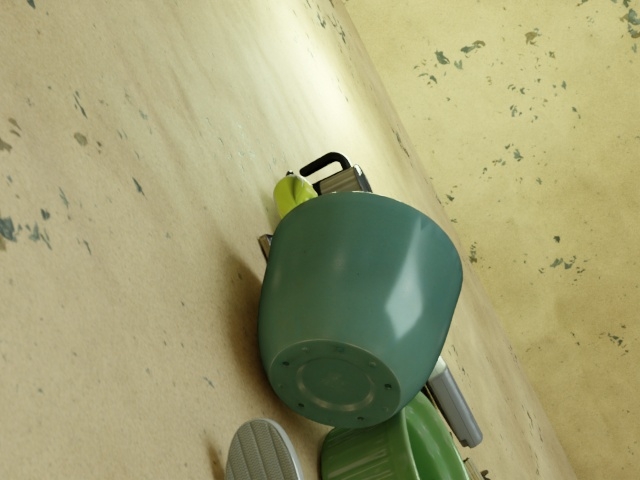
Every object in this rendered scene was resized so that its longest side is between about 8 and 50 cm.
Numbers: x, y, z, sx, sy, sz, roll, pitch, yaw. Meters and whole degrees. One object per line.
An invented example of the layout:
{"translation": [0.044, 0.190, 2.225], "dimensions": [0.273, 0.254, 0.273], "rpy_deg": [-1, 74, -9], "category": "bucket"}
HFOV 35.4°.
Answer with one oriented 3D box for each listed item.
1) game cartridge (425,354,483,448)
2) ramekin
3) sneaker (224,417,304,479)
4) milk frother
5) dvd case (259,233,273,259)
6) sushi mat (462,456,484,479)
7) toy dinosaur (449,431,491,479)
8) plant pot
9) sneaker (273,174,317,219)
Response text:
{"translation": [0.252, 0.302, 2.098], "dimensions": [0.196, 0.060, 0.294], "rpy_deg": [59, 0, -9], "category": "game cartridge"}
{"translation": [0.123, 0.384, 1.488], "dimensions": [0.303, 0.148, 0.303], "rpy_deg": [57, 17, -29], "category": "ramekin"}
{"translation": [-0.046, 0.331, 1.146], "dimensions": [0.091, 0.094, 0.258], "rpy_deg": [39, 38, -77], "category": "sneaker"}
{"translation": [0.010, -0.095, 1.877], "dimensions": [0.129, 0.134, 0.143], "rpy_deg": [63, 15, -6], "category": "milk frother"}
{"translation": [-0.029, 0.098, 1.669], "dimensions": [0.221, 0.018, 0.164], "rpy_deg": [67, 14, 11], "category": "dvd case"}
{"translation": [0.287, 0.553, 1.821], "dimensions": [0.019, 0.151, 0.317], "rpy_deg": [9, -46, 60], "category": "sushi mat"}
{"translation": [0.309, 0.528, 1.970], "dimensions": [0.296, 0.127, 0.200], "rpy_deg": [54, 2, 19], "category": "toy dinosaur"}
{"translation": [0.043, 0.118, 1.409], "dimensions": [0.293, 0.293, 0.235], "rpy_deg": [56, 33, -32], "category": "plant pot"}
{"translation": [0.000, 0.000, 1.717], "dimensions": [0.126, 0.091, 0.240], "rpy_deg": [42, 26, -59], "category": "sneaker"}
